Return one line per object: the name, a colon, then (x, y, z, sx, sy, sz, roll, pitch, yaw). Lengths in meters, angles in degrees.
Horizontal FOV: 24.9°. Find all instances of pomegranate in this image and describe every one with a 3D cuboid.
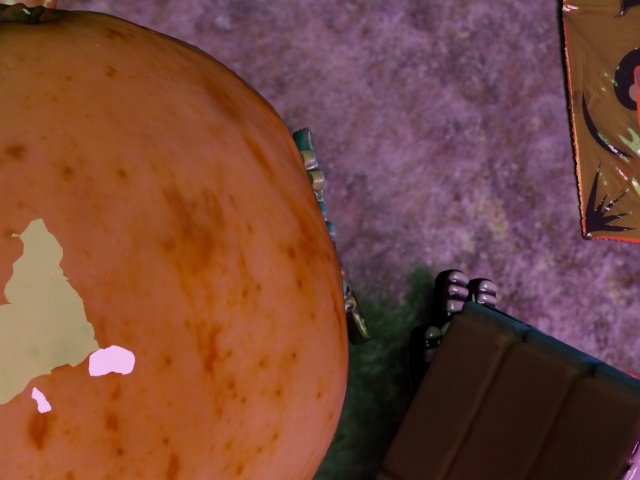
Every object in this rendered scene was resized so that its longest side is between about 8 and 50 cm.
pomegranate: (-0.170, 0.070, 0.840, 0.410, 0.410, 0.410, 5, 76, -21)

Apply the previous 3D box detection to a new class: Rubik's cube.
Rubik's cube: (0.182, 0.199, 0.948, 0.231, 0.224, 0.221, 27, 89, -30)

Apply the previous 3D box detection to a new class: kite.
kite: (0.322, -0.109, 1.243, 0.327, 0.013, 0.377, -45, 98, -23)

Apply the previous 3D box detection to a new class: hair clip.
hair clip: (0.000, 0.000, 1.075, 0.049, 0.049, 0.173, -12, 84, -23)

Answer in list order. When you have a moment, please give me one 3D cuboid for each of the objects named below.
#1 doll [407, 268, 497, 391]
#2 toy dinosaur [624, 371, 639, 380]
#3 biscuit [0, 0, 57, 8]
doll: (0.101, 0.131, 1.074, 0.091, 0.067, 0.219, 17, 74, -35)
toy dinosaur: (0.245, 0.246, 1.115, 0.138, 0.070, 0.286, -9, 85, -13)
biscuit: (-0.285, -0.172, 1.006, 0.203, 0.041, 0.260, 9, 76, -23)
